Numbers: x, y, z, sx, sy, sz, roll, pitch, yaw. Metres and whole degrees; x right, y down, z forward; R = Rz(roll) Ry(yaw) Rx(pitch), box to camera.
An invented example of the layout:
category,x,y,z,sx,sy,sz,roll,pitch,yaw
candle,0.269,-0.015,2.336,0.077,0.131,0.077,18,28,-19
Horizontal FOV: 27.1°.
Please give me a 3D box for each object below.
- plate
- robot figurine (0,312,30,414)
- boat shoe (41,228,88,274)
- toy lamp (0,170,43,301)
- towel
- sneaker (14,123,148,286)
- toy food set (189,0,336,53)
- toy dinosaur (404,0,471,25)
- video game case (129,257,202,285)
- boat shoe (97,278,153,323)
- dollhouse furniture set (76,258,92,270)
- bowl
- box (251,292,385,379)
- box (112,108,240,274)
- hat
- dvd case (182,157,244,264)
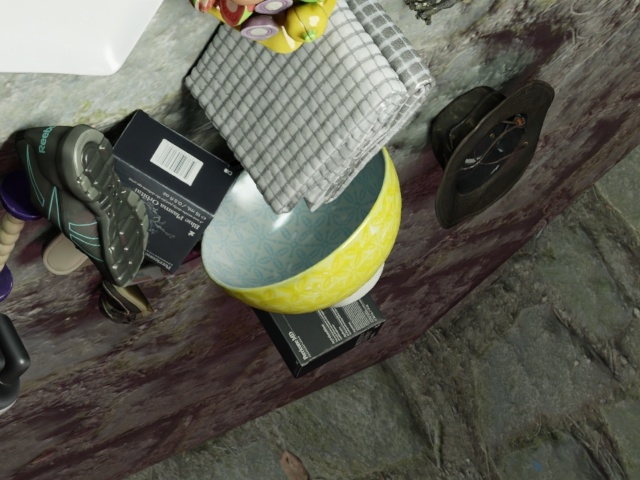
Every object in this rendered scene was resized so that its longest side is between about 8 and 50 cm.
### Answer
category,x,y,z,sx,sy,sz,roll,pitch,yaw
plate,-0.201,-0.272,1.192,0.278,0.045,0.277,-55,164,19
robot figurine,-0.558,0.216,1.949,0.278,0.173,0.209,-38,122,20
boat shoe,-0.313,-0.036,1.885,0.206,0.075,0.065,-39,-152,4
toy lamp,-0.420,0.011,1.744,0.080,0.080,0.274,-20,160,-41
towel,-0.011,-0.192,1.615,0.121,0.235,0.283,-25,164,-42
sneaker,-0.289,-0.047,1.630,0.267,0.106,0.101,75,31,-46
toy food set,-0.071,-0.259,1.405,0.128,0.071,0.218,-36,136,30
toy dinosaur,0.179,-0.343,1.816,0.118,0.064,0.268,-32,177,2
video game case,-0.182,-0.007,2.017,0.206,0.026,0.227,-13,-160,50
boat shoe,-0.334,0.104,2.220,0.073,0.080,0.223,-37,170,-4
dollhouse furniture set,-0.309,-0.003,2.032,0.152,0.058,0.076,-18,180,24
bowl,0.000,0.000,1.786,0.289,0.289,0.156,-34,126,7
box,-0.031,0.095,2.454,0.184,0.261,0.103,-27,165,-20
box,-0.214,-0.060,1.732,0.158,0.156,0.093,-50,-169,50
hat,0.278,-0.184,2.441,0.331,0.134,0.331,-40,155,-23
dvd case,-0.145,-0.054,1.947,0.239,0.179,0.029,-27,124,-23
